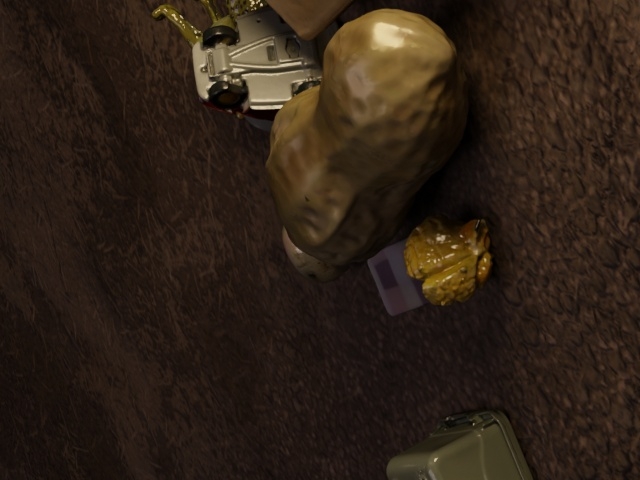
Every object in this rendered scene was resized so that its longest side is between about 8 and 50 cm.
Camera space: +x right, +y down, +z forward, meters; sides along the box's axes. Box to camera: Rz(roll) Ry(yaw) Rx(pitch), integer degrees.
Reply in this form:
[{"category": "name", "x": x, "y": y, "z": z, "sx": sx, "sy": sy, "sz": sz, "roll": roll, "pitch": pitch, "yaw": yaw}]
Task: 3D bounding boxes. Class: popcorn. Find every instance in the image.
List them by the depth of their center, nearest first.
[{"category": "popcorn", "x": 0.117, "y": 0.009, "z": 1.569, "sx": 0.084, "sy": 0.084, "sz": 0.084, "roll": 40, "pitch": 141, "yaw": 42}]

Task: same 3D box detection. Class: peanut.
[{"category": "peanut", "x": 0.039, "y": -0.089, "z": 1.560, "sx": 0.149, "sy": 0.149, "sz": 0.313, "roll": 61, "pitch": 152, "yaw": 14}]

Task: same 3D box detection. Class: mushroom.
[{"category": "mushroom", "x": 0.000, "y": 0.000, "z": 1.773, "sx": 0.083, "sy": 0.067, "sz": 0.083, "roll": -24, "pitch": -90, "yaw": -82}]

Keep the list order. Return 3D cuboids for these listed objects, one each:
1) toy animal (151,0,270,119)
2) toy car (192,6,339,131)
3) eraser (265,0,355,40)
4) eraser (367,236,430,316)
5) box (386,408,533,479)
[{"category": "toy animal", "x": -0.071, "y": -0.213, "z": 1.761, "sx": 0.136, "sy": 0.073, "sz": 0.181, "roll": 56, "pitch": 138, "yaw": 6}, {"category": "toy car", "x": -0.045, "y": -0.148, "z": 1.692, "sx": 0.112, "sy": 0.139, "sz": 0.112, "roll": 80, "pitch": -179, "yaw": -63}, {"category": "eraser", "x": 0.028, "y": -0.289, "z": 1.467, "sx": 0.144, "sy": 0.078, "sz": 0.343, "roll": 46, "pitch": 152, "yaw": -4}, {"category": "eraser", "x": 0.085, "y": 0.030, "z": 1.686, "sx": 0.105, "sy": 0.026, "sz": 0.065, "roll": -25, "pitch": 84, "yaw": 62}, {"category": "box", "x": 0.136, "y": 0.250, "z": 1.676, "sx": 0.124, "sy": 0.093, "sz": 0.172, "roll": -25, "pitch": 87, "yaw": 63}]
